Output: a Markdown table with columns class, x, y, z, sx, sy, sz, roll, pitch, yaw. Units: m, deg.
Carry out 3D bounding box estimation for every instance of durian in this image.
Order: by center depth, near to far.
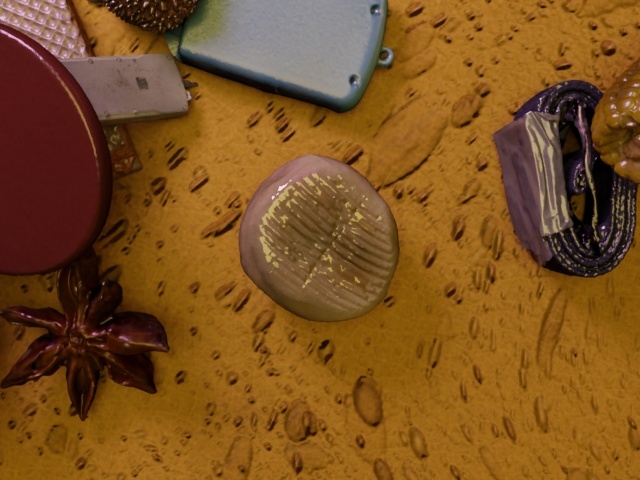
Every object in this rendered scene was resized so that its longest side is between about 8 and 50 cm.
| class | x | y | z | sx | sy | sz | roll | pitch | yaw |
| --- | --- | --- | --- | --- | --- | --- | --- | --- | --- |
| durian | -0.220 | -0.320 | 0.926 | 0.188 | 0.091 | 0.149 | -9 | 75 | 34 |

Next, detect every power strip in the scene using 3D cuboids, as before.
| class | x | y | z | sx | sy | sz | roll | pitch | yaw |
| --- | --- | --- | --- | --- | --- | --- | --- | --- | --- |
| power strip | -0.244 | -0.175 | 0.924 | 0.226 | 0.029 | 0.080 | -13 | 83 | -38 |

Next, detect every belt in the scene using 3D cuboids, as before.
| class | x | y | z | sx | sy | sz | roll | pitch | yaw |
| --- | --- | --- | --- | --- | --- | --- | --- | --- | --- |
| belt | 0.300 | -0.072 | 0.943 | 0.139 | 0.126 | 0.231 | -9 | 91 | -4 |

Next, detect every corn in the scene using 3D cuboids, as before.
| class | x | y | z | sx | sy | sz | roll | pitch | yaw |
| --- | --- | --- | --- | --- | --- | --- | --- | --- | --- |
| corn | 0.430 | -0.193 | 0.891 | 0.131 | 0.131 | 0.344 | 46 | 61 | -1 |

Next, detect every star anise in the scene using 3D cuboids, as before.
| class | x | y | z | sx | sy | sz | roll | pitch | yaw |
| --- | --- | --- | --- | --- | --- | --- | --- | --- | --- |
| star anise | -0.271 | 0.113 | 0.934 | 0.196 | 0.111 | 0.213 | 25 | 97 | 4 |

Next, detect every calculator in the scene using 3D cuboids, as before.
| class | x | y | z | sx | sy | sz | roll | pitch | yaw |
| --- | --- | --- | --- | --- | --- | --- | --- | --- | --- |
| calculator | -0.049 | -0.267 | 0.969 | 0.292 | 0.051 | 0.173 | 17 | 88 | -1 |

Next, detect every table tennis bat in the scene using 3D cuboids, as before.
| class | x | y | z | sx | sy | sz | roll | pitch | yaw |
| --- | --- | --- | --- | --- | --- | --- | --- | --- | --- |
| table tennis bat | -0.402 | -0.129 | 0.856 | 0.414 | 0.051 | 0.268 | 36 | 114 | 6 |

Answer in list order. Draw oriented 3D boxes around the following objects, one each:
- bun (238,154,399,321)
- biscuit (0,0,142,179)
| class | x | y | z | sx | sy | sz | roll | pitch | yaw |
| --- | --- | --- | --- | --- | --- | --- | --- | --- | --- |
| bun | 0.000 | 0.000 | 0.937 | 0.193 | 0.128 | 0.178 | 38 | 89 | -13 |
| biscuit | -0.334 | -0.248 | 0.959 | 0.094 | 0.054 | 0.379 | -22 | 91 | -1 |
